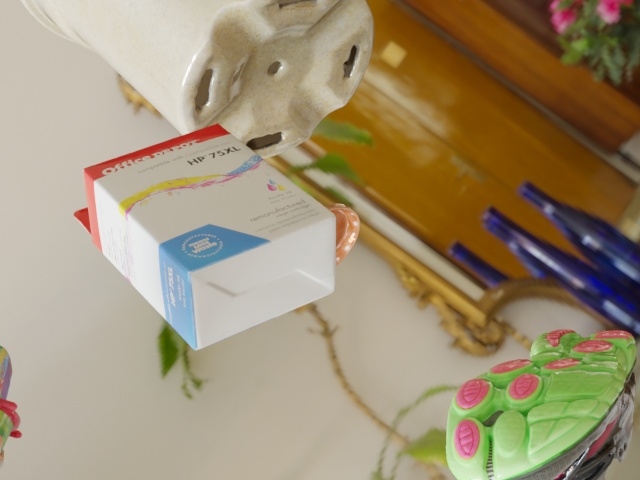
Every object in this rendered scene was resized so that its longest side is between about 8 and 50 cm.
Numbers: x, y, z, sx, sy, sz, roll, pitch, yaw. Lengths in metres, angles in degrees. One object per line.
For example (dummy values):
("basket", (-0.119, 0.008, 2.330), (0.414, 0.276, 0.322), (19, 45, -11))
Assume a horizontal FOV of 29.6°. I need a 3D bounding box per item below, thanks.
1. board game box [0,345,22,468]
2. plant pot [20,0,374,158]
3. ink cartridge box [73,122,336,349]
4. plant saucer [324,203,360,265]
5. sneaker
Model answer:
("board game box", (-0.220, 0.153, 0.789), (0.133, 0.033, 0.168), (-53, -21, -81))
("plant pot", (-0.113, -0.256, 1.254), (0.334, 0.305, 0.334), (-25, -35, -19))
("ink cartridge box", (-0.104, -0.020, 0.997), (0.134, 0.231, 0.078), (-22, -51, -27))
("plant saucer", (0.000, 0.000, 1.123), (0.083, 0.013, 0.083), (-27, -39, -24))
("sneaker", (0.295, 0.233, 1.456), (0.483, 0.185, 0.202), (-13, -82, -61))
